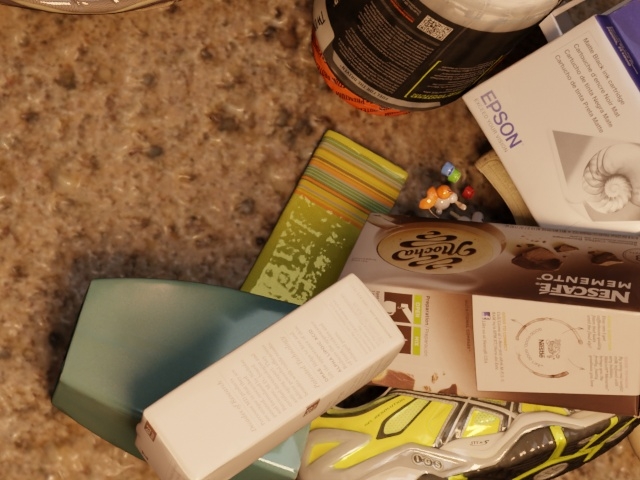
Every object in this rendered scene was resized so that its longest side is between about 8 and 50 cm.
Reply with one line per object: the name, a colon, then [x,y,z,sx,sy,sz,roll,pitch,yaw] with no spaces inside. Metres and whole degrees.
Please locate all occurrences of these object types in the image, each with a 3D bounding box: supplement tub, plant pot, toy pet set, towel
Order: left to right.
plant pot: [-0.130,0.133,1.640,0.234,0.165,0.166,17,68,-8]
towel: [0.000,0.000,1.802,0.102,0.021,0.237,29,67,-3]
supplement tub: [0.117,-0.260,1.747,0.207,0.338,0.207,6,71,-18]
toy pet set: [0.142,-0.008,1.799,0.065,0.122,0.114,33,91,21]

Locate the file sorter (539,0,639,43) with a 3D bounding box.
file sorter: [0.298,-0.326,1.877,0.173,0.193,0.278,-28,83,16]

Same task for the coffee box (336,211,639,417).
coffee box: [0.176,0.068,1.680,0.297,0.119,0.168,6,26,12]

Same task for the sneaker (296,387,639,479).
sneaker: [0.154,0.176,1.707,0.384,0.145,0.147,-14,64,-13]

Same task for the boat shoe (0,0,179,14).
boat shoe: [-0.198,-0.284,1.761,0.355,0.130,0.132,-9,80,-28]

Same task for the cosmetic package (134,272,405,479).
cosmetic package: [-0.046,0.133,1.510,0.231,0.117,0.085,-35,79,-19]

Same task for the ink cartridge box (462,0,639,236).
ink cartridge box: [0.295,-0.111,1.752,0.224,0.045,0.223,-32,83,9]

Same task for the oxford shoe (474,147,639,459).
oxford shoe: [0.284,0.066,1.843,0.146,0.140,0.397,-20,85,7]
